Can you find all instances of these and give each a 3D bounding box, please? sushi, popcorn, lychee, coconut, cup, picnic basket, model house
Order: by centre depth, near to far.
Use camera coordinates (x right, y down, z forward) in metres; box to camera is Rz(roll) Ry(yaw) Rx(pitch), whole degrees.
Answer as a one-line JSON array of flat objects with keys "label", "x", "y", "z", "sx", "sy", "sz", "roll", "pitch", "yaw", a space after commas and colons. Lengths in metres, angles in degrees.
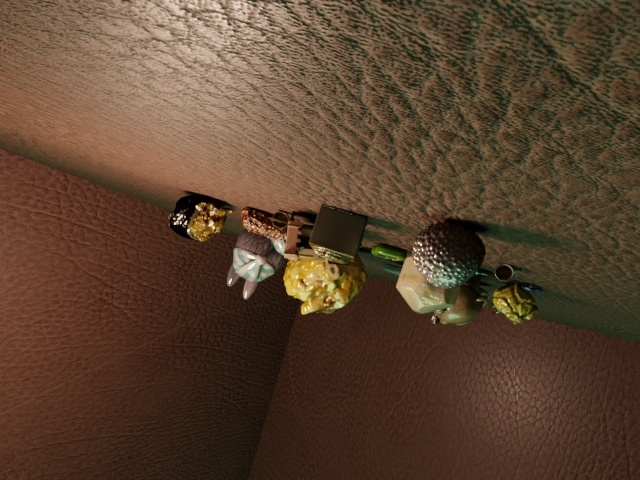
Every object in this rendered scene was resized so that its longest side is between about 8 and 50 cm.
[{"label": "lychee", "x": 0.312, "y": 0.041, "z": 1.133, "sx": 0.197, "sy": 0.165, "sz": 0.165, "roll": 36, "pitch": 175, "yaw": 3}, {"label": "cup", "x": 0.595, "y": 0.099, "z": 1.525, "sx": 0.054, "sy": 0.075, "sz": 0.083, "roll": 53, "pitch": -168, "yaw": 20}, {"label": "model house", "x": 0.000, "y": 0.000, "z": 1.710, "sx": 0.244, "sy": 0.169, "sz": 0.326, "roll": 9, "pitch": 176, "yaw": 0}, {"label": "coconut", "x": 0.394, "y": 0.159, "z": 1.733, "sx": 0.241, "sy": 0.241, "sz": 0.241, "roll": 16, "pitch": 174, "yaw": 2}, {"label": "picnic basket", "x": -0.148, "y": -0.076, "z": 1.743, "sx": 0.072, "sy": 0.072, "sz": 0.083, "roll": 15, "pitch": -173, "yaw": 9}, {"label": "popcorn", "x": 0.750, "y": 0.243, "z": 1.890, "sx": 0.168, "sy": 0.173, "sz": 0.195, "roll": 16, "pitch": -170, "yaw": -6}, {"label": "sushi", "x": -0.503, "y": -0.097, "z": 2.028, "sx": 0.204, "sy": 0.213, "sz": 0.200, "roll": 29, "pitch": -159, "yaw": 19}, {"label": "popcorn", "x": 0.022, "y": 0.155, "z": 2.261, "sx": 0.354, "sy": 0.390, "sz": 0.344, "roll": 42, "pitch": 131, "yaw": 2}]

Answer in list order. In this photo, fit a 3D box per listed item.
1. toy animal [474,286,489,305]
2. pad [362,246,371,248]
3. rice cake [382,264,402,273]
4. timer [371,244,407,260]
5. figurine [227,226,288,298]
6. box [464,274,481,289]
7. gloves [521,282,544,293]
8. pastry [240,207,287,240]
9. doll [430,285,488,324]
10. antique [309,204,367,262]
[{"label": "toy animal", "x": 0.622, "y": 0.266, "z": 2.299, "sx": 0.358, "sy": 0.188, "sz": 0.226, "roll": 14, "pitch": 170, "yaw": 24}, {"label": "pad", "x": 0.351, "y": 0.085, "z": 2.224, "sx": 0.367, "sy": 0.007, "sz": 0.247, "roll": 21, "pitch": 173, "yaw": -38}, {"label": "rice cake", "x": 0.472, "y": 0.181, "z": 2.641, "sx": 0.198, "sy": 0.037, "sz": 0.189, "roll": 11, "pitch": 172, "yaw": 42}, {"label": "timer", "x": 0.272, "y": 0.049, "z": 1.893, "sx": 0.128, "sy": 0.047, "sz": 0.140, "roll": 15, "pitch": 174, "yaw": -6}, {"label": "figurine", "x": -0.242, "y": 0.099, "z": 2.182, "sx": 0.266, "sy": 0.378, "sz": 0.361, "roll": 21, "pitch": 174, "yaw": -39}, {"label": "box", "x": 0.562, "y": 0.147, "z": 1.969, "sx": 0.141, "sy": 0.058, "sz": 0.201, "roll": 12, "pitch": 173, "yaw": 40}, {"label": "gloves", "x": 0.800, "y": 0.182, "z": 1.797, "sx": 0.086, "sy": 0.026, "sz": 0.064, "roll": 20, "pitch": 172, "yaw": -36}, {"label": "pastry", "x": -0.228, "y": -0.066, "z": 1.952, "sx": 0.208, "sy": 0.097, "sz": 0.115, "roll": 20, "pitch": 156, "yaw": -22}, {"label": "doll", "x": 0.571, "y": 0.264, "z": 2.012, "sx": 0.235, "sy": 0.174, "sz": 0.330, "roll": -15, "pitch": 174, "yaw": 4}, {"label": "antique", "x": 0.054, "y": -0.011, "z": 1.440, "sx": 0.152, "sy": 0.148, "sz": 0.147, "roll": 18, "pitch": 173, "yaw": 6}]
